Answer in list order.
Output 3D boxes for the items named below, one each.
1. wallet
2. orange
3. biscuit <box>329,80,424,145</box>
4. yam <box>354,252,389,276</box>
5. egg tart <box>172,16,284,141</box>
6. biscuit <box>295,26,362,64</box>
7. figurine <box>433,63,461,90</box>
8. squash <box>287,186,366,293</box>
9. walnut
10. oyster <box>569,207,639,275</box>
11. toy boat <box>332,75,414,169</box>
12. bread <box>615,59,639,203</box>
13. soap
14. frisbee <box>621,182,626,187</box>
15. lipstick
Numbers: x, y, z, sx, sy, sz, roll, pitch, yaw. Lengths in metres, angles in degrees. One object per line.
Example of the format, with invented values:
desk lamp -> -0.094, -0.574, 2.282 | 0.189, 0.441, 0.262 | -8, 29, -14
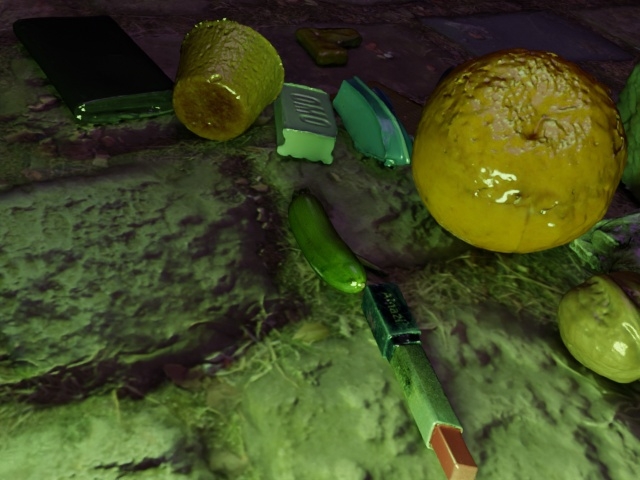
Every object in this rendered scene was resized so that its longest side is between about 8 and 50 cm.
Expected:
wallet -> -0.467, -0.368, 1.488 | 0.229, 0.062, 0.406 | -16, 44, -31
orange -> 0.317, -0.137, 1.185 | 0.341, 0.293, 0.340 | 1, 70, -3
biscuit -> 0.154, -0.268, 1.538 | 0.255, 0.029, 0.172 | 36, 43, 30
yam -> 0.063, 0.032, 1.138 | 0.107, 0.014, 0.014 | 28, 40, 21
egg tart -> -0.183, -0.300, 1.361 | 0.215, 0.215, 0.170 | 12, 48, 2
biscuit -> 0.039, -0.487, 1.787 | 0.174, 0.038, 0.183 | -3, 39, -20
figurine -> 0.348, -0.329, 1.581 | 0.222, 0.145, 0.145 | -11, 42, -28
squash -> 0.000, 0.000, 1.120 | 0.069, 0.069, 0.258 | -7, 38, -22
walnut -> 0.421, 0.118, 1.013 | 0.167, 0.149, 0.166 | -9, 52, 12
oyster -> 0.577, 0.037, 1.198 | 0.198, 0.112, 0.267 | -34, 61, -17
toy boat -> 0.117, -0.225, 1.405 | 0.098, 0.109, 0.237 | -1, 45, -32
bread -> 0.753, -0.162, 1.356 | 0.264, 0.239, 0.395 | -3, 40, -18
soap -> -0.031, -0.235, 1.412 | 0.115, 0.063, 0.198 | 9, 37, -15
frisbee -> 0.682, -0.067, 1.423 | 0.211, 0.012, 0.187 | -12, 42, -27
lipstick -> 0.125, 0.178, 0.933 | 0.051, 0.051, 0.312 | -2, 40, -18
